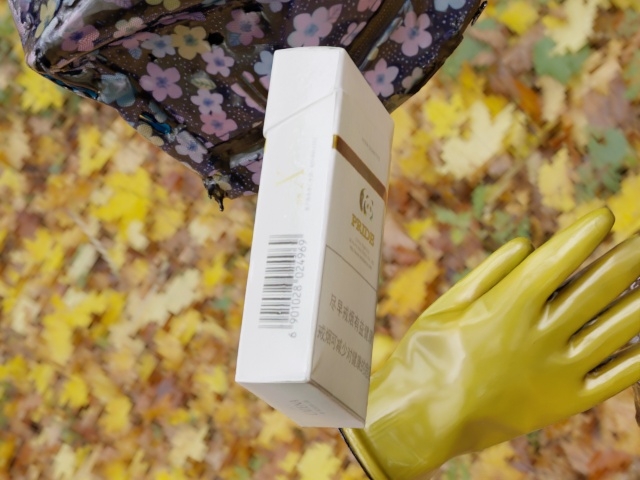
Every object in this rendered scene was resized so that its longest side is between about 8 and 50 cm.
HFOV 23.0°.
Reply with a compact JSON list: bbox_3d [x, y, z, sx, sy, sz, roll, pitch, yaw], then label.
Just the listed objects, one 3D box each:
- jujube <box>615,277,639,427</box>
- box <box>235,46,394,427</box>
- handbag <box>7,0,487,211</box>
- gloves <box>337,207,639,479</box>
[{"bbox_3d":[0.390,0.151,1.377,0.258,0.258,0.376,-29,79,18],"label":"jujube"},{"bbox_3d":[0.001,0.000,0.707,0.040,0.084,0.154,-2,70,22],"label":"box"},{"bbox_3d":[-0.028,-0.139,0.827,0.228,0.208,0.127,-45,41,16],"label":"handbag"},{"bbox_3d":[0.156,0.092,1.267,0.294,0.133,0.116,-35,16,7],"label":"gloves"}]
